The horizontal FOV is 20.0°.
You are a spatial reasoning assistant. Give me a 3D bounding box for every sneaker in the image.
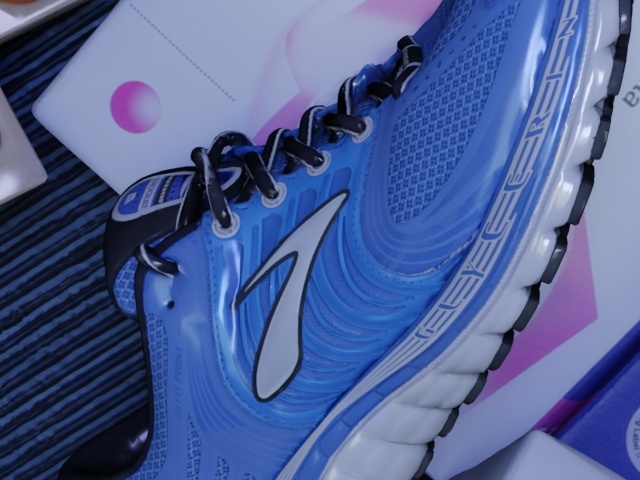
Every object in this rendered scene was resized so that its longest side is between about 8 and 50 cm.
[{"bbox_3d":[0.000,0.000,0.645,0.147,0.130,0.330,29,108,0],"label":"sneaker"}]

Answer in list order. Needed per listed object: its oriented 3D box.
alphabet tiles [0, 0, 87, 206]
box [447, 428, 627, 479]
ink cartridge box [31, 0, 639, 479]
[{"bbox_3d":[-0.259,-0.131,0.701,0.285,0.011,0.342,-28,84,-8],"label":"alphabet tiles"},{"bbox_3d":[0.033,0.270,0.643,0.168,0.215,0.345,33,68,0],"label":"box"},{"bbox_3d":[0.110,-0.062,0.712,0.330,0.071,0.324,42,106,-1],"label":"ink cartridge box"}]
